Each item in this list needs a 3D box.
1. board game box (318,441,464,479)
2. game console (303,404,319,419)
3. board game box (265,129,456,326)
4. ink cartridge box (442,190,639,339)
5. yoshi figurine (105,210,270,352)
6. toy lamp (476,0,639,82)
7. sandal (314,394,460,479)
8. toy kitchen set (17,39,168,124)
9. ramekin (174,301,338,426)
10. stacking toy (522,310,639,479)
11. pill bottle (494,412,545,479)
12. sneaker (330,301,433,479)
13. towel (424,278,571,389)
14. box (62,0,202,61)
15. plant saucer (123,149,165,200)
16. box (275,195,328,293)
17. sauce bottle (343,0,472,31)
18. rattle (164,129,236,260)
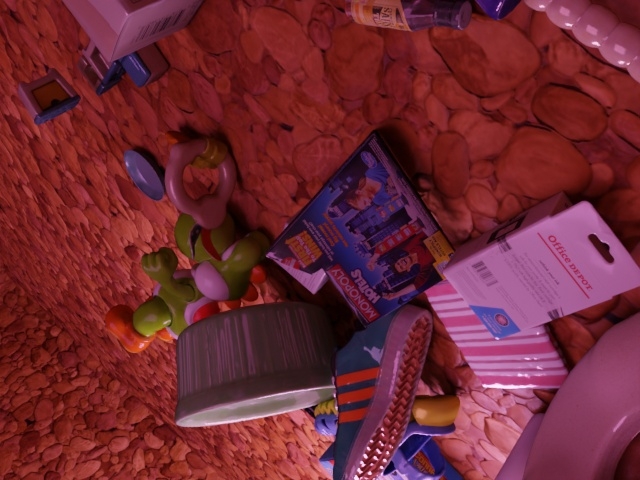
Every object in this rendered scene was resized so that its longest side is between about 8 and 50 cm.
[{"bbox_3d":[0.180,0.520,1.162,0.308,0.086,0.302,48,147,1],"label":"board game box"},{"bbox_3d":[-0.032,0.333,1.283,0.122,0.071,0.107,41,176,12],"label":"game console"},{"bbox_3d":[0.041,-0.001,0.711,0.194,0.060,0.194,-33,100,14],"label":"board game box"},{"bbox_3d":[0.233,0.024,0.600,0.104,0.060,0.180,51,135,-4],"label":"ink cartridge box"},{"bbox_3d":[-0.253,0.056,1.079,0.362,0.203,0.203,-36,129,28],"label":"yoshi figurine"},{"bbox_3d":[0.217,-0.161,0.436,0.275,0.080,0.080,39,146,10],"label":"toy lamp"},{"bbox_3d":[0.100,0.334,0.974,0.317,0.126,0.138,-19,72,52],"label":"sandal"},{"bbox_3d":[-0.379,-0.261,0.934,0.122,0.166,0.207,56,147,-10],"label":"toy kitchen set"},{"bbox_3d":[-0.105,0.216,0.990,0.303,0.303,0.148,132,131,-57],"label":"ramekin"},{"bbox_3d":[0.457,0.292,0.495,0.480,0.350,0.350,27,146,-2],"label":"stacking toy"},{"bbox_3d":[0.376,0.382,0.703,0.334,0.188,0.188,30,143,26],"label":"pill bottle"},{"bbox_3d":[0.069,0.227,0.866,0.121,0.302,0.108,20,-178,40],"label":"sneaker"},{"bbox_3d":[0.233,0.115,0.745,0.144,0.029,0.197,-16,111,51],"label":"towel"},{"bbox_3d":[-0.293,-0.405,0.712,0.311,0.148,0.121,55,147,-7],"label":"box"},{"bbox_3d":[-0.353,-0.136,1.166,0.119,0.021,0.119,31,143,26],"label":"plant saucer"},{"bbox_3d":[0.000,0.000,0.825,0.087,0.102,0.101,39,146,8],"label":"box"},{"bbox_3d":[0.083,-0.225,0.554,0.128,0.042,0.042,23,139,36],"label":"sauce bottle"},{"bbox_3d":[-0.221,-0.074,0.955,0.143,0.130,0.199,10,115,29],"label":"rattle"}]
